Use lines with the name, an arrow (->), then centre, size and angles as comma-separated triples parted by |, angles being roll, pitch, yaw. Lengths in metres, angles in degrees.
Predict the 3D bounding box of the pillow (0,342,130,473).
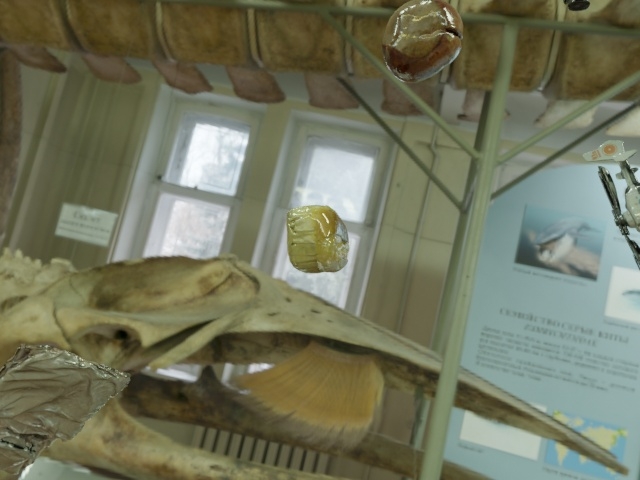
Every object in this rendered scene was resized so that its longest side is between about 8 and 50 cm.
pillow -> -0.352, 0.211, 0.725 | 0.135, 0.248, 0.049 | 37, 23, -35

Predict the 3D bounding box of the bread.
bread -> 0.000, 0.000, 1.286 | 0.106, 0.140, 0.236 | -6, -7, 10

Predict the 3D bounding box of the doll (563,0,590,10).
doll -> 0.399, -0.451, 0.954 | 0.070, 0.195, 0.096 | 5, -26, 1

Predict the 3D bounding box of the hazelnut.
hazelnut -> 0.184, -0.359, 1.098 | 0.143, 0.154, 0.143 | 37, 9, -7

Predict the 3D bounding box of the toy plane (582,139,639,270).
toy plane -> 0.398, -0.051, 0.753 | 0.078, 0.197, 0.053 | -23, -32, 19
